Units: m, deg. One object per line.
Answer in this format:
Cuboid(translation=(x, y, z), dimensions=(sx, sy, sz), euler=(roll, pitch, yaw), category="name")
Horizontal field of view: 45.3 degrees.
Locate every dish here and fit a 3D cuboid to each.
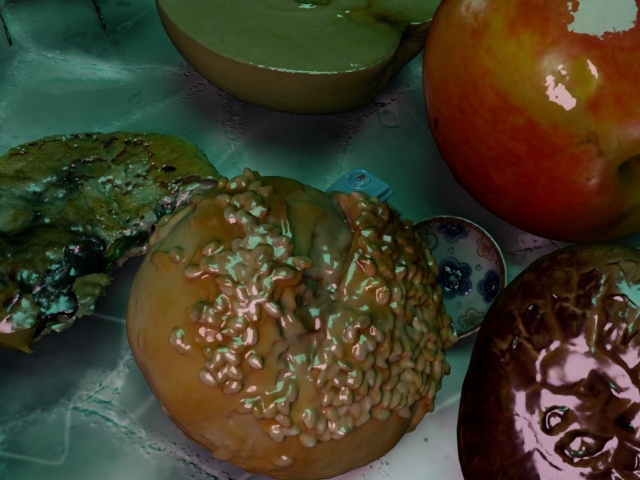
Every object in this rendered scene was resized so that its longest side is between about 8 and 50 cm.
Cuboid(translation=(0.147, 0.047, 0.893), dimensions=(0.141, 0.078, 0.141), euler=(-3, 79, 16), category="dish")

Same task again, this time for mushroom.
Cuboid(translation=(0.237, 0.149, 0.680), dimensions=(0.163, 0.297, 0.278), euler=(7, 0, -44), category="mushroom")

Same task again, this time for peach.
Cuboid(translation=(0.296, -0.195, 0.924), dimensions=(0.388, 0.388, 0.388), euler=(4, 48, -4), category="peach")

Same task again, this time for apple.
Cuboid(translation=(-0.020, -0.330, 1.062), dimensions=(0.360, 0.320, 0.311), euler=(34, 15, 16), category="apple")

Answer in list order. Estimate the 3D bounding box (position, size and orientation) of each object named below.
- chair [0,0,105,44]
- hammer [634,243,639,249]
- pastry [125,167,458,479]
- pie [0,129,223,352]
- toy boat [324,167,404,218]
Cuboid(translation=(-0.446, -0.438, 1.190), dimensions=(0.158, 0.172, 0.247), euler=(-17, 60, -19), category="chair")
Cuboid(translation=(0.402, 0.163, 0.767), dimensions=(0.119, 0.206, 0.335), euler=(-26, 68, 10), category="hammer")
Cuboid(translation=(-0.011, 0.076, 0.707), dimensions=(0.315, 0.184, 0.284), euler=(26, 71, -19), category="pastry")
Cuboid(translation=(-0.286, -0.027, 0.872), dimensions=(0.296, 0.078, 0.371), euler=(19, 43, 25), category="pie")
Cuboid(translation=(0.000, 0.000, 0.892), dimensions=(0.109, 0.098, 0.238), euler=(36, 54, 26), category="toy boat")
